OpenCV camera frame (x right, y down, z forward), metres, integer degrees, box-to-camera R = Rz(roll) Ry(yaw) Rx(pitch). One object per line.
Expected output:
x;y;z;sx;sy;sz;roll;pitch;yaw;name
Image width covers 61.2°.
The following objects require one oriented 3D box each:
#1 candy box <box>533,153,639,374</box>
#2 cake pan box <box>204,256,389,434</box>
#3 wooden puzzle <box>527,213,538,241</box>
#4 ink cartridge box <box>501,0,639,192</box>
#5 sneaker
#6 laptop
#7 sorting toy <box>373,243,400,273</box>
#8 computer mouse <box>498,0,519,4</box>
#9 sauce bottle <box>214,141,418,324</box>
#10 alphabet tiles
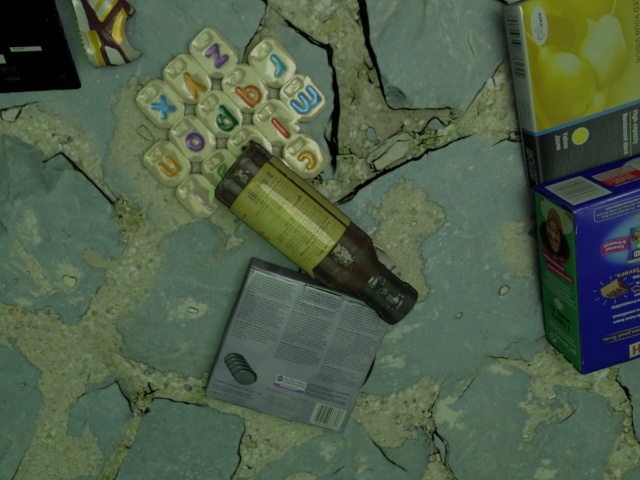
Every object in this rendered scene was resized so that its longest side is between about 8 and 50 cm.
0.507;0.032;0.874;0.268;0.122;0.317;-17;115;-2;candy box
-0.033;0.183;0.924;0.267;0.070;0.245;18;104;-8;cake pan box
0.392;-0.017;0.938;0.083;0.006;0.049;35;99;-12;wooden puzzle
0.455;-0.254;0.833;0.307;0.072;0.303;-18;114;2;ink cartridge box
-0.314;-0.347;0.777;0.084;0.069;0.185;-14;111;-10;sneaker
-0.487;-0.363;0.782;0.235;0.136;0.264;-4;130;-3;laptop
0.094;0.050;0.916;0.075;0.045;0.083;24;100;-17;sorting toy
0.317;-0.380;0.825;0.193;0.042;0.106;23;102;-10;computer mouse
0.000;0.000;0.826;0.344;0.111;0.111;41;97;-6;sauce bottle
-0.134;-0.173;0.852;0.284;0.021;0.278;-42;103;6;alphabet tiles
